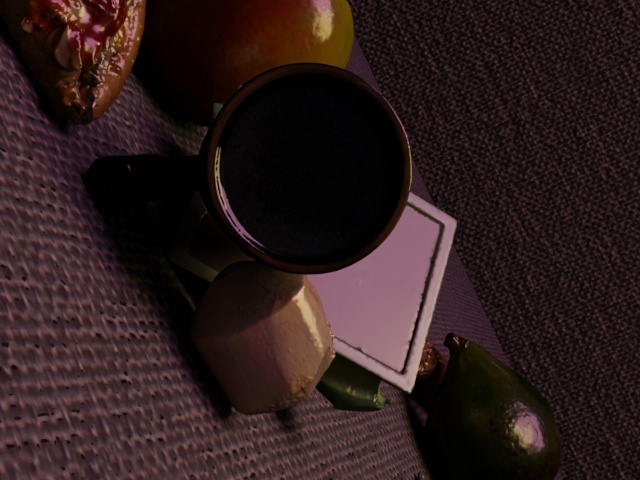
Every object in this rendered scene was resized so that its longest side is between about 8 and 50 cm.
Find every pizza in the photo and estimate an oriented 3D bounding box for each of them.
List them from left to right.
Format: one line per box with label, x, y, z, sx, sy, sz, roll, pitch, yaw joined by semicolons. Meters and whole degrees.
pizza;-0.212;-0.206;1.034;0.199;0.062;0.188;41;44;-39

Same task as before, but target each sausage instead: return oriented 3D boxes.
sausage;0.149;0.186;1.874;0.304;0.078;0.078;47;20;-54

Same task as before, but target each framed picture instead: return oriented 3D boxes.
framed picture;0.000;0.000;1.233;0.274;0.017;0.217;32;54;-17

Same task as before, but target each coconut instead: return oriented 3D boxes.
coconut;-0.051;0.073;1.098;0.116;0.116;0.122;-89;155;-67

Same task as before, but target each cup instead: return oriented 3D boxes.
cup;-0.059;-0.074;1.083;0.239;0.166;0.177;22;-1;-12

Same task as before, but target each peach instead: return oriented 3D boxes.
peach;-0.081;-0.224;1.378;0.231;0.231;0.231;60;12;-21

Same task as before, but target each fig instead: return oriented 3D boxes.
fig;0.236;0.244;1.800;0.195;0.195;0.244;16;64;-75

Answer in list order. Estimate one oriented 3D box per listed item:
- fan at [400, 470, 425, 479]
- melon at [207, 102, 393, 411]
fan;0.125;0.342;1.577;0.220;0.009;0.132;-82;147;-69
melon;-0.028;0.030;1.291;0.196;0.124;0.323;43;30;-62
